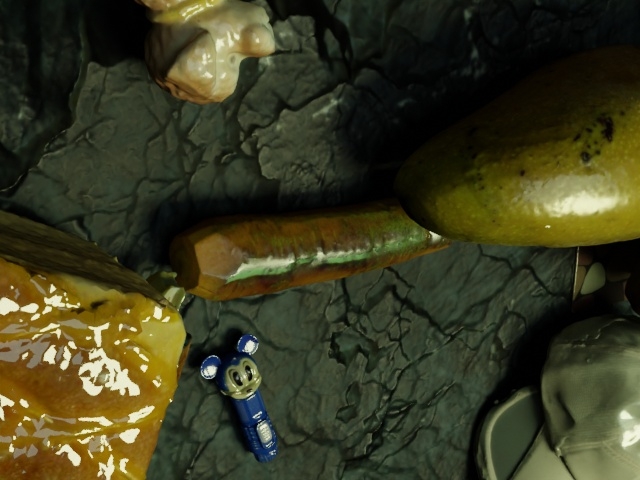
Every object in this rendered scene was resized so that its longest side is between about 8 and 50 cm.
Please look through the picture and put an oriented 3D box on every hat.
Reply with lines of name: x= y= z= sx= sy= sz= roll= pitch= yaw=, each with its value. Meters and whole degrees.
hat: x=0.287 y=0.212 z=1.237 sx=0.232 sy=0.161 sz=0.275 roll=24 pitch=96 yaw=-33

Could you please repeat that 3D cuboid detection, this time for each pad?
pad: x=0.356 y=-0.017 z=1.294 sx=0.235 sy=0.003 sz=0.158 roll=-10 pitch=111 yaw=-31

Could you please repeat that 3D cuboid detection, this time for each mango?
mango: x=0.222 y=-0.078 z=1.060 sx=0.329 sy=0.176 sz=0.175 roll=-13 pitch=82 yaw=-39

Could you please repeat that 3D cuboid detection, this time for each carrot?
carrot: x=0.000 y=0.000 z=1.025 sx=0.260 sy=0.070 sz=0.070 roll=-11 pitch=112 yaw=-32

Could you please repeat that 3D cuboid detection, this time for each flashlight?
flashlight: x=-0.061 y=0.140 z=1.050 sx=0.057 sy=0.035 sz=0.121 roll=-30 pitch=120 yaw=-23

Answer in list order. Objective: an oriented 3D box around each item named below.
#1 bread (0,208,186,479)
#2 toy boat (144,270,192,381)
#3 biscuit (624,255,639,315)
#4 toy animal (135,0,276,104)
bread: x=-0.264 y=0.115 z=0.799 sx=0.279 sy=0.207 sz=0.279 roll=22 pitch=93 yaw=-36
toy boat: x=-0.142 y=0.106 z=0.966 sx=0.066 sy=0.065 sz=0.172 roll=11 pitch=107 yaw=-26
biscuit: x=0.421 y=-0.036 z=1.155 sx=0.103 sy=0.332 sz=0.332 roll=42 pitch=79 yaw=5
toy animal: x=-0.129 y=-0.172 z=0.859 sx=0.184 sy=0.104 sz=0.185 roll=-24 pitch=123 yaw=-27
